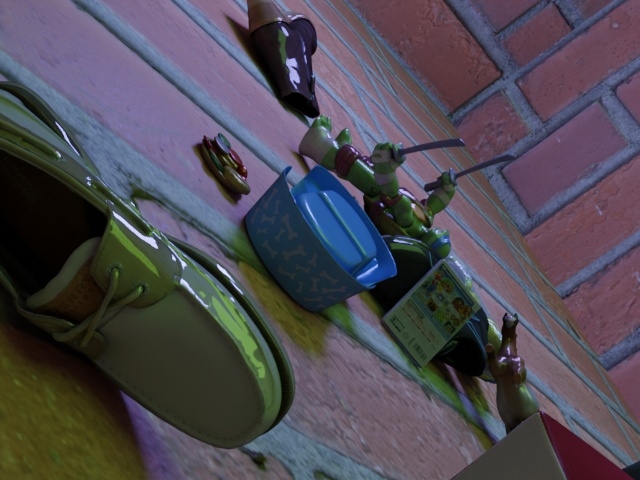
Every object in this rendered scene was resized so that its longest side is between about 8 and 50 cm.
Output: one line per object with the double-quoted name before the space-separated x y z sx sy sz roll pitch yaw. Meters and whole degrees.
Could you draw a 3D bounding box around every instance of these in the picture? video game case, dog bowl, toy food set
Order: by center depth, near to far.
"toy food set" -0.107 -0.087 1.329 0.083 0.020 0.083 52 14 -9
"dog bowl" 0.000 0.000 1.366 0.166 0.074 0.297 55 13 4
"video game case" 0.148 0.097 1.556 0.087 0.122 0.011 51 -19 -13

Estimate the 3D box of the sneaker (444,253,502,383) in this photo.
"sneaker" 0.215 0.127 1.811 0.126 0.091 0.240 65 -1 -58

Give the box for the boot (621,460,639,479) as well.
"boot" 0.505 0.518 1.516 0.367 0.146 0.445 69 -5 -63

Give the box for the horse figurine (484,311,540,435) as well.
"horse figurine" 0.278 0.232 1.625 0.174 0.066 0.263 15 57 -79

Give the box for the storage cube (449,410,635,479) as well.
"storage cube" 0.207 0.306 1.032 0.193 0.215 0.184 38 20 -31

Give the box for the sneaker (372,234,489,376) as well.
"sneaker" 0.150 0.090 1.604 0.267 0.101 0.106 38 31 -31

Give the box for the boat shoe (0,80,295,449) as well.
"boat shoe" -0.145 0.025 0.745 0.302 0.113 0.103 43 15 0

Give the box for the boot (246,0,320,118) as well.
"boot" -0.046 -0.295 1.987 0.248 0.090 0.207 25 44 -67

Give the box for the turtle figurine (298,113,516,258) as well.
"turtle figurine" 0.121 -0.112 1.717 0.266 0.275 0.197 36 38 25
